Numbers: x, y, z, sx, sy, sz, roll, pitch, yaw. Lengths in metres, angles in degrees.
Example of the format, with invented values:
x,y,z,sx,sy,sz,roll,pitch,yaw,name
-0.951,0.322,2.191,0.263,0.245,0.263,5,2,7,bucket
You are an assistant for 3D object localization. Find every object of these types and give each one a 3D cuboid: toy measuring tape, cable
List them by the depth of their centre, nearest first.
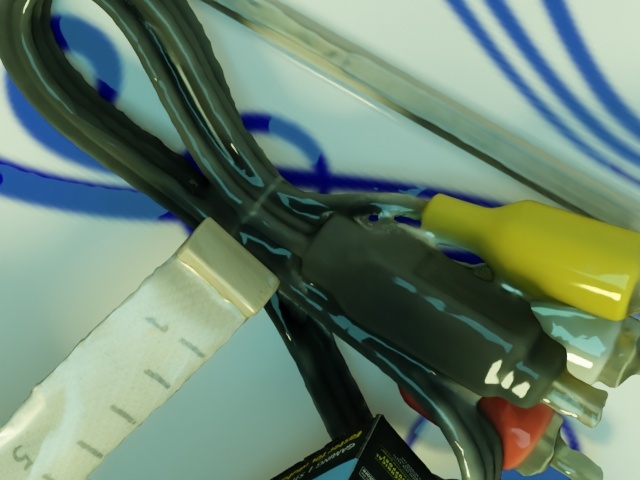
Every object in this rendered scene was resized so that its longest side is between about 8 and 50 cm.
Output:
x,y,z,sx,sy,sz,roll,pitch,yaw,name
0.000,0.000,0.727,0.287,0.072,0.139,34,123,7,cable
-0.142,0.117,0.736,0.121,0.121,0.330,43,92,-8,toy measuring tape

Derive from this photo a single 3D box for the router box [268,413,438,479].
x,y,z,sx,sy,sz,roll,pitch,yaw,name
-0.047,0.148,0.693,0.179,0.133,0.046,-36,101,29,router box
